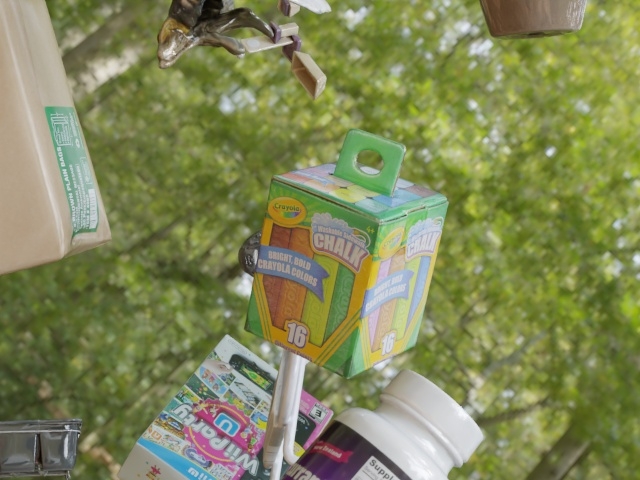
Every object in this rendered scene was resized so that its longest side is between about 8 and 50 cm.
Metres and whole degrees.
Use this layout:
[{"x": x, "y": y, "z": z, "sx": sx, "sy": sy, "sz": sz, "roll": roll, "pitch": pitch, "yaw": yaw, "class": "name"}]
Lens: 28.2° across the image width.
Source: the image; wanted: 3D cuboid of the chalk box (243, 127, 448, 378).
[{"x": 0.029, "y": 0.002, "z": 1.239, "sx": 0.132, "sy": 0.132, "sz": 0.213, "roll": 22, "pitch": -67, "yaw": 30, "class": "chalk box"}]

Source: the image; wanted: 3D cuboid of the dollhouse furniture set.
[{"x": -0.048, "y": -0.229, "z": 1.560, "sx": 0.114, "sy": 0.081, "sz": 0.091, "roll": 55, "pitch": -31, "yaw": 35, "class": "dollhouse furniture set"}]

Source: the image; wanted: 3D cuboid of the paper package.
[{"x": -0.443, "y": -0.111, "z": 1.507, "sx": 0.168, "sy": 0.309, "sz": 0.325, "roll": -31, "pitch": 107, "yaw": -76, "class": "paper package"}]

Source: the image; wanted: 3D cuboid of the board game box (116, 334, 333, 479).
[{"x": -0.140, "y": 0.316, "z": 1.985, "sx": 0.224, "sy": 0.303, "sz": 0.097, "roll": 35, "pitch": -52, "yaw": 3, "class": "board game box"}]

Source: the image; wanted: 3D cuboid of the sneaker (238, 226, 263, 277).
[{"x": 0.000, "y": 0.000, "z": 1.780, "sx": 0.108, "sy": 0.271, "sz": 0.100, "roll": 4, "pitch": -73, "yaw": 56, "class": "sneaker"}]

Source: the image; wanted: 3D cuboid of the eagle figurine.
[{"x": -0.130, "y": -0.314, "z": 1.140, "sx": 0.226, "sy": 0.225, "sz": 0.298, "roll": 25, "pitch": -54, "yaw": 44, "class": "eagle figurine"}]

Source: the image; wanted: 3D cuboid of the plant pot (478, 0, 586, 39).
[{"x": 0.345, "y": -0.451, "z": 2.089, "sx": 0.263, "sy": 0.263, "sz": 0.229, "roll": 2, "pitch": -83, "yaw": 59, "class": "plant pot"}]

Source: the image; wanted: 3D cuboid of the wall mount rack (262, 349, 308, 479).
[{"x": 0.013, "y": 0.159, "z": 1.564, "sx": 0.130, "sy": 0.304, "sz": 0.350, "roll": 12, "pitch": -23, "yaw": -2, "class": "wall mount rack"}]

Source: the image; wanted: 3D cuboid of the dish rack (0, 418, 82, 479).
[{"x": -0.419, "y": 0.282, "z": 1.669, "sx": 0.271, "sy": 0.208, "sz": 0.074, "roll": 131, "pitch": -41, "yaw": -73, "class": "dish rack"}]

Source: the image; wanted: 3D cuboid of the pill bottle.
[{"x": 0.027, "y": 0.190, "z": 0.922, "sx": 0.108, "sy": 0.193, "sz": 0.108, "roll": 40, "pitch": -14, "yaw": 12, "class": "pill bottle"}]
